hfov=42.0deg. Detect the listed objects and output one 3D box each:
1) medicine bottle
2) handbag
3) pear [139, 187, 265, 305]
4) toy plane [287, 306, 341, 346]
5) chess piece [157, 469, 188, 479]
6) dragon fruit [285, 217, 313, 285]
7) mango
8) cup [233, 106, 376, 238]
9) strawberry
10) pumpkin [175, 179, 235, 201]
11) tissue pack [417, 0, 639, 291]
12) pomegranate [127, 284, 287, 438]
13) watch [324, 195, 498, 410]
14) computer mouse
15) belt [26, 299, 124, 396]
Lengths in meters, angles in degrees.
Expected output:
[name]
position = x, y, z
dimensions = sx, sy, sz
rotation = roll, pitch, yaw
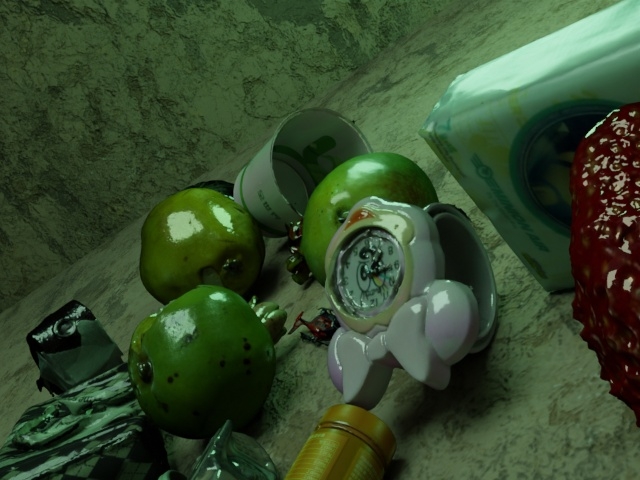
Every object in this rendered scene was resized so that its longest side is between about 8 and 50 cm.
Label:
[medicine bottle]
position = 0.003, 0.276, 0.893
dimensions = 0.096, 0.096, 0.192
rotation = -20, 25, 43
[handbag]
position = -0.379, 0.337, 1.380
dimensions = 0.316, 0.180, 0.416
rotation = -29, 13, -2
[pear]
position = -0.250, 0.025, 1.727
dimensions = 0.321, 0.269, 0.269
rotation = 3, 43, 52
[toy plane]
position = -0.005, 0.140, 1.343
dimensions = 0.060, 0.037, 0.145
rotation = -54, 27, -17
[chess piece]
position = -0.222, 0.373, 1.145
dimensions = 0.103, 0.067, 0.067
rotation = -45, 17, 6
[dragon fruit]
position = 0.000, 0.000, 1.570
dimensions = 0.175, 0.142, 0.138
rotation = -63, -16, 15
[mango]
position = 0.090, -0.023, 1.292
dimensions = 0.201, 0.225, 0.382
rotation = -17, 6, 17
[cup]
position = -0.049, -0.119, 1.771
dimensions = 0.253, 0.253, 0.274
rotation = -48, 12, -30
[strawberry]
position = 0.328, 0.019, 0.688
dimensions = 0.261, 0.258, 0.261
rotation = -24, 19, 9
[pumpkin]
position = -0.264, -0.026, 1.987
dimensions = 0.249, 0.216, 0.250
rotation = -2, 22, 1
[tissue pack]
position = 0.347, -0.107, 0.887
dimensions = 0.388, 0.287, 0.162
rotation = -18, 32, 47
[pomegranate]
position = -0.153, 0.176, 1.289
dimensions = 0.236, 0.236, 0.302
rotation = -24, -4, 36
[watch]
position = 0.132, 0.073, 1.013
dimensions = 0.210, 0.217, 0.249
rotation = -24, 64, 38
[computer mouse]
position = -0.121, 0.322, 0.993
dimensions = 0.199, 0.115, 0.389
rotation = -54, -1, -4
[belt]
position = -0.497, 0.248, 1.677
dimensions = 0.164, 0.184, 0.289
rotation = -42, -19, -27
